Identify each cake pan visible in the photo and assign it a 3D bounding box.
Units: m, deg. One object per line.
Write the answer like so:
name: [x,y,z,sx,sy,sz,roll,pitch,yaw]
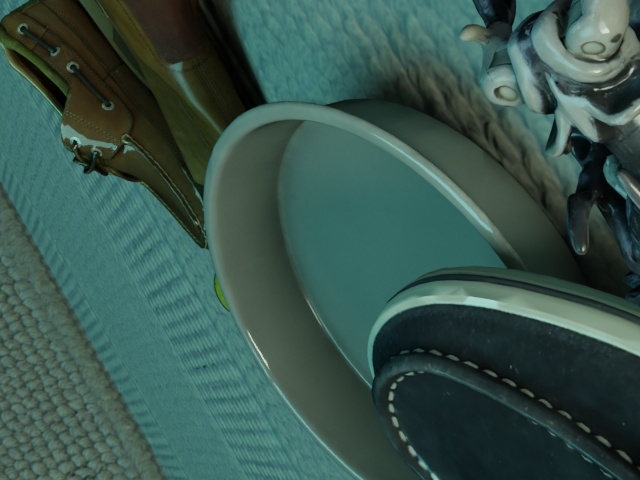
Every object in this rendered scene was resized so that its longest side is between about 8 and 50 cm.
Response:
cake pan: [0.048,0.043,0.739,0.293,0.054,0.293,34,143,31]

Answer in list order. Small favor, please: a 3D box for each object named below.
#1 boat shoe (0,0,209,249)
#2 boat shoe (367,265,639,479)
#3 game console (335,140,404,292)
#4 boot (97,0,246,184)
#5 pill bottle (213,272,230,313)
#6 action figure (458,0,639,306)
boat shoe: [-0.180,-0.098,1.137,0.307,0.104,0.111,52,160,24]
boat shoe: [0.174,0.192,0.496,0.500,0.156,0.187,45,150,29]
game console: [0.000,0.000,0.829,0.124,0.085,0.144,-120,5,-73]
boot: [-0.094,-0.126,0.890,0.264,0.096,0.280,23,141,58]
pill bottle: [-0.048,0.023,1.035,0.065,0.065,0.116,58,161,6]
action figure: [0.107,-0.071,0.386,0.275,0.141,0.164,38,159,-17]
